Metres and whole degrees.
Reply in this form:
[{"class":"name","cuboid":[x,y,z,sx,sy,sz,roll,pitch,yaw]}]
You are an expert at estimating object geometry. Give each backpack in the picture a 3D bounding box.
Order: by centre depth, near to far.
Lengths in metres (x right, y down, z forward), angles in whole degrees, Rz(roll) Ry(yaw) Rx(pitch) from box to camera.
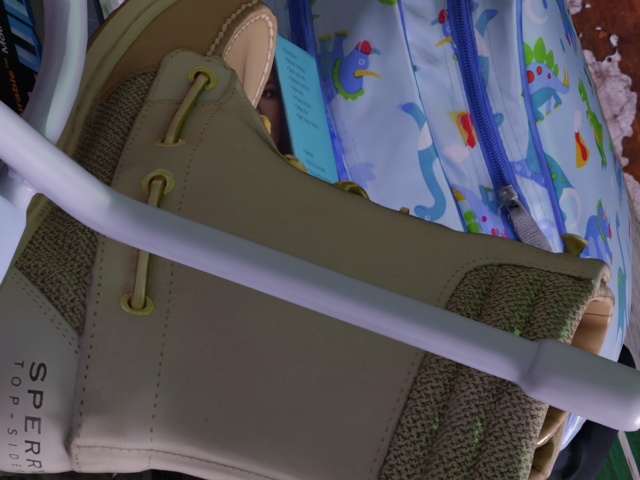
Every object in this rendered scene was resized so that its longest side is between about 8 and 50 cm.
[{"class":"backpack","cuboid":[0.066,-0.027,1.049,0.355,0.273,0.290,57,25,-9]}]

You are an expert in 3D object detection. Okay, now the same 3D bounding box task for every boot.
[{"class":"boot","cuboid":[0.000,0.000,0.609,0.262,0.203,0.095,-63,162,-55]}]

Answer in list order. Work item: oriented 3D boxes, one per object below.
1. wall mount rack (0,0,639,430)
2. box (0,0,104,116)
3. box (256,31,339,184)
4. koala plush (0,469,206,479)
[{"class":"wall mount rack","cuboid":[-0.075,0.059,0.406,0.304,0.130,0.350,40,59,-36]},{"class":"box","cuboid":[-0.132,-0.056,0.705,0.175,0.051,0.220,-10,86,-73]},{"class":"box","cuboid":[-0.035,0.030,0.861,0.060,0.100,0.244,24,53,-68]},{"class":"koala plush","cuboid":[-0.023,0.122,0.704,0.221,0.196,0.203,-83,164,-53]}]
